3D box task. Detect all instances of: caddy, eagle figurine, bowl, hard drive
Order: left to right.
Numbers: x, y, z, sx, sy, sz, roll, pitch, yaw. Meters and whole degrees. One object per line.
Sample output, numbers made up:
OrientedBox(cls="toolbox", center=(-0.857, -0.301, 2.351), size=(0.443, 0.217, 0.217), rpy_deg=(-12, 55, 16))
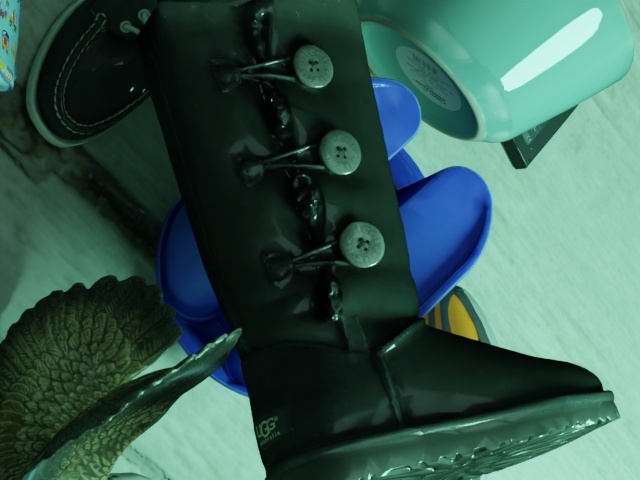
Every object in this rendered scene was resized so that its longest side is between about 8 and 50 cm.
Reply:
OrientedBox(cls="eagle figurine", center=(-0.204, 0.177, 1.324), size=(0.225, 0.226, 0.298), rpy_deg=(-6, 113, -74))
OrientedBox(cls="caddy", center=(0.000, 0.000, 1.556), size=(0.241, 0.179, 0.341), rpy_deg=(50, 57, -3))
OrientedBox(cls="bowl", center=(0.149, -0.220, 1.658), size=(0.163, 0.311, 0.311), rpy_deg=(-46, 120, -13))
OrientedBox(cls="hard drive", center=(0.252, -0.161, 1.910), size=(0.135, 0.022, 0.094), rpy_deg=(-47, 118, -35))

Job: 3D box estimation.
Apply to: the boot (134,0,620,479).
OrientedBox(cls="boot", center=(0.054, -0.011, 1.412), size=(0.367, 0.146, 0.445), rpy_deg=(-5, 69, -38))

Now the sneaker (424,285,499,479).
OrientedBox(cls="sneaker", center=(0.093, 0.204, 1.665), size=(0.180, 0.124, 0.321), rpy_deg=(1, 87, -45))

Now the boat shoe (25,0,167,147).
OrientedBox(cls="boat shoe", center=(-0.151, -0.202, 1.475), size=(0.114, 0.091, 0.302), rpy_deg=(52, 55, -29))

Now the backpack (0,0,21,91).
OrientedBox(cls="backpack", center=(-0.301, -0.217, 1.288), size=(0.158, 0.117, 0.173), rpy_deg=(84, 10, -74))
